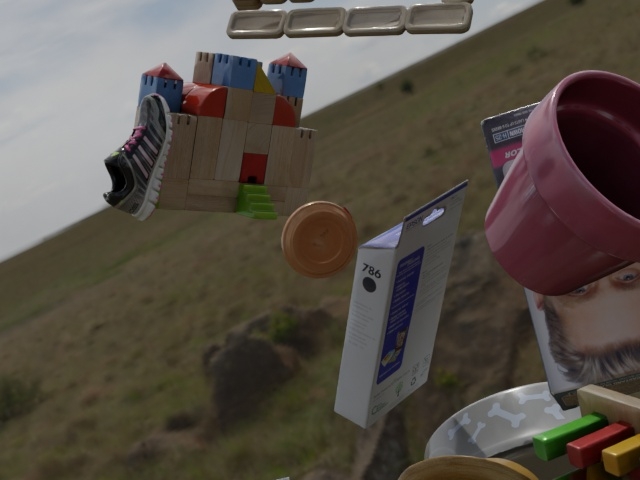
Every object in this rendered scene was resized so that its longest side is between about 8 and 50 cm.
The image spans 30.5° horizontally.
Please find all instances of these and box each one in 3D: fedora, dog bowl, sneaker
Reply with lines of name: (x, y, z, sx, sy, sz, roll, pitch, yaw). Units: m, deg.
fedora: (0.165, 0.273, 1.159, 0.194, 0.194, 0.079, -22, 11, 37)
dog bowl: (0.307, 0.323, 1.682, 0.348, 0.102, 0.349, -6, -38, -5)
sneaker: (-0.245, -0.114, 1.545, 0.074, 0.171, 0.063, 12, -3, -32)

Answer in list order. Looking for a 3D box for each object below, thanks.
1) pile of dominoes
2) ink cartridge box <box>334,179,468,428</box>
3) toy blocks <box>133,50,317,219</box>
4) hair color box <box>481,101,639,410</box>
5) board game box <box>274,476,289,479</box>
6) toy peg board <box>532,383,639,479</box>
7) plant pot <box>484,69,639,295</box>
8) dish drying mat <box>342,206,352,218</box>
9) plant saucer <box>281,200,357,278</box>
pile of dominoes: (0.035, -0.263, 1.109, 0.251, 0.196, 0.040, 3, -27, 21)
ink cartridge box: (0.106, 0.077, 1.574, 0.065, 0.333, 0.165, 26, 33, 28)
toy blocks: (-0.144, -0.178, 1.839, 0.381, 0.261, 0.190, 2, 10, -41)
hair color box: (0.315, 0.004, 1.363, 0.173, 0.347, 0.105, -17, -22, 13)
board game box: (-0.084, 0.456, 1.951, 0.026, 0.104, 0.154, -7, -13, -29)
toy peg board: (0.246, 0.216, 0.933, 0.079, 0.161, 0.160, -18, 11, -21)
plant pot: (0.268, -0.042, 1.195, 0.201, 0.201, 0.180, -30, -14, -40)
dish drying mat: (0.019, -0.009, 1.737, 0.008, 0.032, 0.083, 25, 73, 38)
plant saucer: (0.000, 0.000, 1.248, 0.083, 0.084, 0.013, -27, 17, -11)
